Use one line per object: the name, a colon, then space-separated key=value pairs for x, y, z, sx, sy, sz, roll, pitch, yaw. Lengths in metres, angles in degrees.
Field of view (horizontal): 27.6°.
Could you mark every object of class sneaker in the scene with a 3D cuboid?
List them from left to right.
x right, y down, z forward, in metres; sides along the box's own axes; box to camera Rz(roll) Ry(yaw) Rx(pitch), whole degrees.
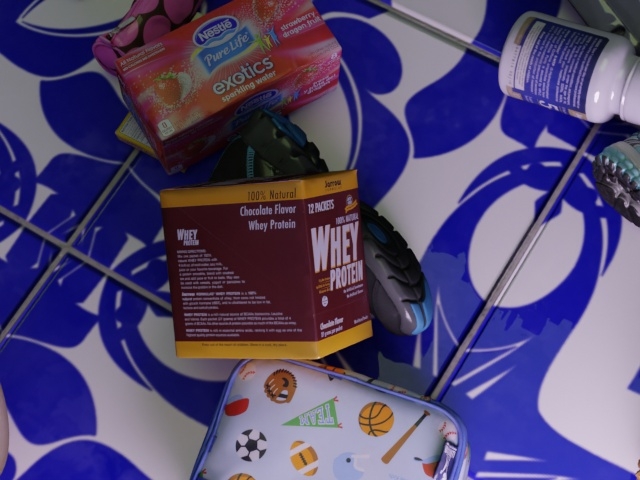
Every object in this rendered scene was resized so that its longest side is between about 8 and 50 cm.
sneaker: x=0.000 y=0.000 z=1.578 sx=0.139 sy=0.125 sz=0.341 roll=-46 pitch=69 yaw=15
sneaker: x=0.459 y=-0.036 z=1.528 sx=0.122 sy=0.110 sz=0.283 roll=-38 pitch=69 yaw=-13

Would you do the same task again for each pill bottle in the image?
pill bottle: x=0.324 y=-0.206 z=1.594 sx=0.187 sy=0.112 sz=0.112 roll=22 pitch=71 yaw=26

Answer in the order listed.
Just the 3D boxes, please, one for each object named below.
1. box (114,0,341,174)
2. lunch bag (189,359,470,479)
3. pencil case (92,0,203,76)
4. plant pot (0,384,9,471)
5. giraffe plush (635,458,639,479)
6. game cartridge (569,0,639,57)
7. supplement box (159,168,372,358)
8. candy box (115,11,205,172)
box: x=-0.114 y=-0.208 z=1.629 sx=0.257 sy=0.122 sz=0.128 roll=-28 pitch=75 yaw=-11
lunch bag: x=0.014 y=0.271 z=1.448 sx=0.303 sy=0.115 sz=0.243 roll=17 pitch=73 yaw=14
pencil case: x=-0.215 y=-0.311 z=1.721 sx=0.095 sy=0.098 sz=0.209 roll=17 pitch=67 yaw=32
plant pot: x=-0.451 y=0.206 z=1.438 sx=0.256 sy=0.274 sz=0.256 roll=-2 pitch=67 yaw=5
giraffe plush: x=0.429 y=0.237 z=1.408 sx=0.170 sy=0.181 sz=0.210 roll=5 pitch=102 yaw=19
game cartridge: x=0.376 y=-0.425 z=1.676 sx=0.230 sy=0.068 sz=0.355 roll=-36 pitch=71 yaw=11
supplement box: x=-0.060 y=0.026 z=1.470 sx=0.191 sy=0.129 sz=0.194 roll=-3 pitch=96 yaw=30
candy box: x=-0.170 y=-0.196 z=1.707 sx=0.105 sy=0.027 sz=0.206 roll=27 pitch=73 yaw=15
